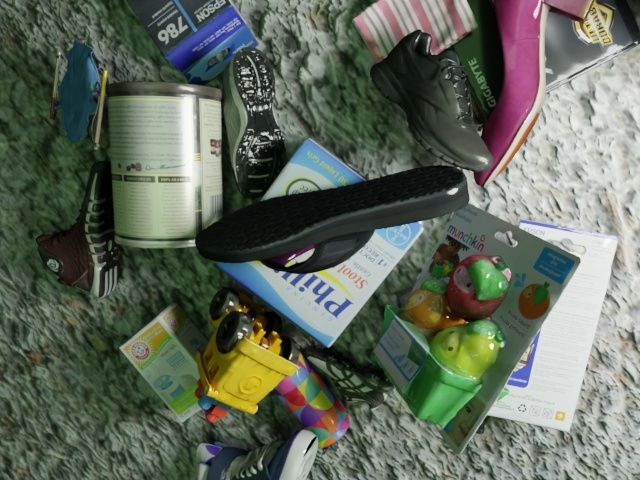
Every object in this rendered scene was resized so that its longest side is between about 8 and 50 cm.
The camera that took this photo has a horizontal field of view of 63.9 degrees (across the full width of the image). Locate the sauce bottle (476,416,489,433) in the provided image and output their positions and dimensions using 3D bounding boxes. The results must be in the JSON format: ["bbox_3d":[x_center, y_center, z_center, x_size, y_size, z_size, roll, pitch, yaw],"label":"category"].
[{"bbox_3d":[0.337,0.336,1.060,0.042,0.042,0.128,11,103,3],"label":"sauce bottle"}]

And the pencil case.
[{"bbox_3d":[-0.037,0.320,1.060,0.104,0.104,0.236,-33,95,9],"label":"pencil case"}]

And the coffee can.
[{"bbox_3d":[-0.281,-0.138,0.944,0.201,0.201,0.276,2,100,4],"label":"coffee can"}]

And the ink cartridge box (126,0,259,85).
[{"bbox_3d":[-0.274,-0.467,0.958,0.165,0.065,0.333,-34,97,9],"label":"ink cartridge box"}]

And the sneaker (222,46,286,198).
[{"bbox_3d":[-0.134,-0.215,0.973,0.100,0.108,0.272,-7,98,-30],"label":"sneaker"}]

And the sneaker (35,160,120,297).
[{"bbox_3d":[-0.496,-0.027,1.033,0.162,0.106,0.282,9,101,6],"label":"sneaker"}]

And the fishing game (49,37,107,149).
[{"bbox_3d":[-0.443,-0.275,0.951,0.264,0.041,0.189,24,108,43],"label":"fishing game"}]

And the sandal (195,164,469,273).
[{"bbox_3d":[0.017,-0.013,0.819,0.445,0.168,0.107,-11,116,7],"label":"sandal"}]

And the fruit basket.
[{"bbox_3d":[0.235,0.123,0.893,0.165,0.327,0.353,16,105,-22],"label":"fruit basket"}]

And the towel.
[{"bbox_3d":[0.163,-0.386,0.909,0.197,0.029,0.144,-25,98,39],"label":"towel"}]

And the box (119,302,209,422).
[{"bbox_3d":[-0.294,0.249,1.063,0.114,0.103,0.203,-36,95,9],"label":"box"}]

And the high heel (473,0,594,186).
[{"bbox_3d":[0.301,-0.289,0.866,0.181,0.127,0.378,28,104,20],"label":"high heel"}]

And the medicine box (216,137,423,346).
[{"bbox_3d":[0.000,0.000,0.973,0.263,0.149,0.289,36,100,-2],"label":"medicine box"}]

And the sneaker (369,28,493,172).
[{"bbox_3d":[0.198,-0.235,0.849,0.130,0.109,0.286,-47,66,32],"label":"sneaker"}]

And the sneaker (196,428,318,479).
[{"bbox_3d":[-0.157,0.467,1.048,0.236,0.130,0.323,27,117,16],"label":"sneaker"}]

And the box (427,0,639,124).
[{"bbox_3d":[0.361,-0.406,0.913,0.293,0.073,0.296,-27,96,8],"label":"box"}]

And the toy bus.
[{"bbox_3d":[-0.168,0.224,0.973,0.149,0.220,0.211,34,97,-33],"label":"toy bus"}]

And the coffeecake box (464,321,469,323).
[{"bbox_3d":[0.370,0.201,1.018,0.185,0.068,0.143,5,99,4],"label":"coffeecake box"}]

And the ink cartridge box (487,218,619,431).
[{"bbox_3d":[0.404,0.154,0.942,0.175,0.069,0.371,11,100,4],"label":"ink cartridge box"}]

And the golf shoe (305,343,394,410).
[{"bbox_3d":[0.049,0.287,1.057,0.198,0.077,0.094,25,101,1],"label":"golf shoe"}]
